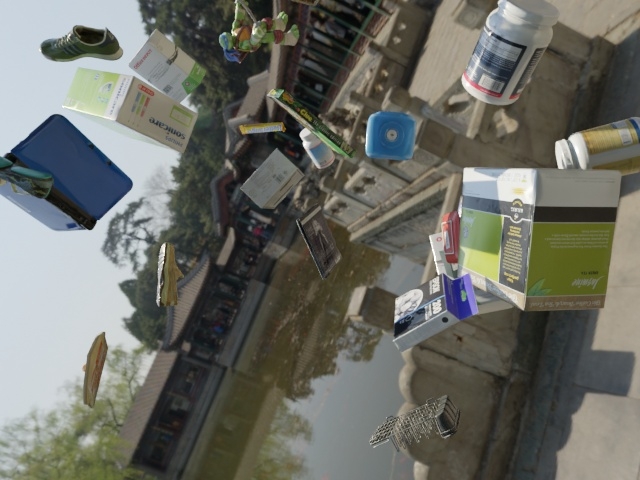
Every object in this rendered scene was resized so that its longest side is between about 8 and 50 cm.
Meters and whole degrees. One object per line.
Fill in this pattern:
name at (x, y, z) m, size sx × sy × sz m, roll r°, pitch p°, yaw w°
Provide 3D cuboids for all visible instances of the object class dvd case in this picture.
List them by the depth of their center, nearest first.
dvd case at (0.000, 0.000, 1.519) m, size 0.018 × 0.222 × 0.164 m, roll -15°, pitch 16°, yaw 29°

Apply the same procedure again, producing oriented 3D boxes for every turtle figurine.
turtle figurine at (-0.211, -0.749, 1.509) m, size 0.197 × 0.266 × 0.275 m, roll 28°, pitch 128°, yaw 48°

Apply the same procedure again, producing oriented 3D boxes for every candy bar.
candy bar at (-0.196, -0.383, 1.522) m, size 0.040 × 0.161 × 0.018 m, roll 72°, pitch -159°, yaw -57°

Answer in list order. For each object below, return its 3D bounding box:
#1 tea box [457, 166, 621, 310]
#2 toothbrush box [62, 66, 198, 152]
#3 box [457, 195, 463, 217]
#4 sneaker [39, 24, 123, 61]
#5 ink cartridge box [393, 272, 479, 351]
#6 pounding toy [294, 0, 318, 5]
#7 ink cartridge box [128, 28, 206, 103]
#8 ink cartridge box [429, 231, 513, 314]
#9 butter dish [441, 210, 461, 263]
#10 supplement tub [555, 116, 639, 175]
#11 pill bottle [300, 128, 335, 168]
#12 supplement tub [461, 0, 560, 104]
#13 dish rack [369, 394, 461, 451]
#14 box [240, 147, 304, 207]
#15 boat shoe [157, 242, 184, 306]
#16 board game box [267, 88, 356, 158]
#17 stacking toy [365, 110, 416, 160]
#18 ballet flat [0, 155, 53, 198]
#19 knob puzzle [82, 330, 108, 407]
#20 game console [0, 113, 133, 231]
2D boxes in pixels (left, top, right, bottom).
tea box at (0.528, -0.022, 1.139) m, size 0.329 × 0.219 × 0.324 m, roll -134°, pitch 45°, yaw -76°
toothbrush box at (-0.504, -0.345, 1.185) m, size 0.206 × 0.283 × 0.122 m, roll 22°, pitch -90°, yaw -55°
box at (0.627, -0.113, 1.852) m, size 0.136 × 0.036 × 0.226 m, roll 6°, pitch 82°, yaw 63°
sneaker at (-0.590, -0.486, 1.081) m, size 0.086 × 0.191 × 0.065 m, roll 109°, pitch 157°, yaw -71°
ink cartridge box at (0.277, 0.159, 1.098) m, size 0.208 × 0.045 × 0.206 m, roll -33°, pitch 11°, yaw 21°
pounding toy at (-0.035, -0.788, 1.349) m, size 0.130 × 0.141 × 0.101 m, roll -17°, pitch 74°, yaw 63°
ink cartridge box at (-0.563, -0.634, 1.641) m, size 0.160 × 0.219 × 0.093 m, roll -22°, pitch 44°, yaw 38°
ink cartridge box at (0.508, 0.100, 1.526) m, size 0.121 × 0.210 × 0.290 m, roll 47°, pitch -149°, yaw -55°
butter dish at (0.452, -0.011, 1.389) m, size 0.160 × 0.118 × 0.160 m, roll 118°, pitch 147°, yaw -87°
supplement tub at (0.754, -0.234, 1.195) m, size 0.199 × 0.144 × 0.144 m, roll -12°, pitch 36°, yaw 21°
pill bottle at (-0.014, -0.369, 1.761) m, size 0.087 × 0.160 × 0.087 m, roll -20°, pitch 41°, yaw 19°
supplement tub at (0.562, -0.568, 1.338) m, size 0.272 × 0.190 × 0.191 m, roll 106°, pitch 180°, yaw -46°
dish rack at (0.283, 0.564, 1.355) m, size 0.271 × 0.074 × 0.208 m, roll -30°, pitch -13°, yaw 17°
box at (-0.146, -0.191, 1.444) m, size 0.169 × 0.087 × 0.290 m, roll -47°, pitch 1°, yaw 5°
boat shoe at (-0.446, 0.102, 1.336) m, size 0.068 × 0.072 × 0.190 m, roll 9°, pitch 95°, yaw 61°
board game box at (-0.024, -0.319, 1.219) m, size 0.030 × 0.259 × 0.136 m, roll -55°, pitch 27°, yaw 2°
stacking toy at (0.255, -0.383, 1.711) m, size 0.302 × 0.175 × 0.166 m, roll -66°, pitch -19°, yaw -85°
ballet flat at (-0.681, -0.139, 0.975) m, size 0.070 × 0.188 × 0.070 m, roll 21°, pitch -90°, yaw -87°
knob puzzle at (-0.600, 0.329, 1.167) m, size 0.213 × 0.029 × 0.214 m, roll -172°, pitch 90°, yaw -76°
game console at (-0.730, -0.173, 1.232) m, size 0.293 × 0.249 × 0.174 m, roll 56°, pitch -140°, yaw -48°
